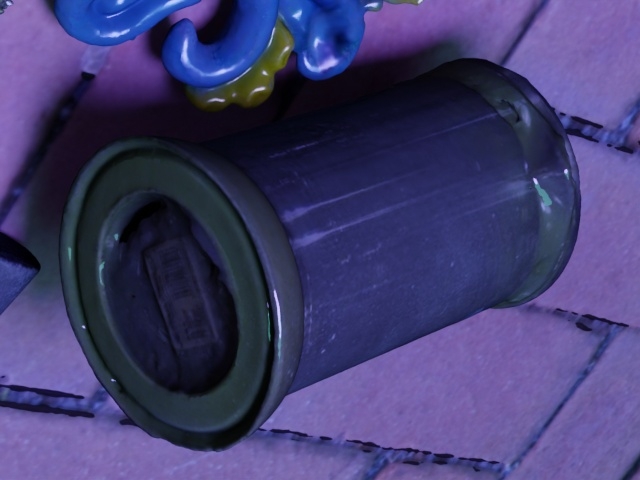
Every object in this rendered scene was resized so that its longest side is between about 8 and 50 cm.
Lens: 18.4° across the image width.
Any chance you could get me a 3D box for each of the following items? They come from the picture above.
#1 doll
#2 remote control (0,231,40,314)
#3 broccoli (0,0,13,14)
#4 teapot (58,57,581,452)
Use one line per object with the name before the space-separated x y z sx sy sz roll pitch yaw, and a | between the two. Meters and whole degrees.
doll | -0.012 -0.224 1.196 0.346 0.099 0.341 -25 136 -11
remote control | -0.343 0.130 1.323 0.377 0.044 0.107 -47 144 11
broccoli | -0.222 -0.154 1.140 0.095 0.097 0.092 -36 101 -36
teapot | 0.000 0.000 1.329 0.337 0.200 0.270 -20 -179 -42
